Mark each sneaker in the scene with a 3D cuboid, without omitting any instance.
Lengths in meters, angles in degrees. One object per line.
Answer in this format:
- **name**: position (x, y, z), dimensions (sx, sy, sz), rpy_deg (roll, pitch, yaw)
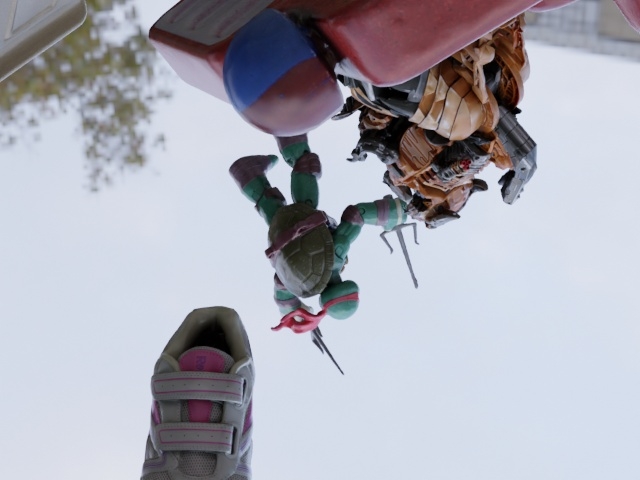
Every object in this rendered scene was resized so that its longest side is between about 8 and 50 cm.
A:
- **sneaker**: position (-0.106, 0.152, 1.308), dimensions (0.103, 0.111, 0.252), rpy_deg (-1, -139, -3)

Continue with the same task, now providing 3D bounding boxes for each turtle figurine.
- **turtle figurine**: position (0.000, 0.000, 1.467), dimensions (0.175, 0.118, 0.234), rpy_deg (-34, -111, 20)

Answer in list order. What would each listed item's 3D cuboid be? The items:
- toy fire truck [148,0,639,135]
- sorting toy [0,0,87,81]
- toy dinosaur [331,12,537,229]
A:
- **toy fire truck**: position (0.053, -0.138, 0.667), dimensions (0.254, 0.169, 0.302), rpy_deg (-41, -159, -4)
- **sorting toy**: position (-0.278, -0.265, 1.449), dimensions (0.041, 0.229, 0.307), rpy_deg (41, -115, 19)
- **toy dinosaur**: position (0.083, -0.137, 1.113), dimensions (0.218, 0.322, 0.164), rpy_deg (40, -137, 15)
